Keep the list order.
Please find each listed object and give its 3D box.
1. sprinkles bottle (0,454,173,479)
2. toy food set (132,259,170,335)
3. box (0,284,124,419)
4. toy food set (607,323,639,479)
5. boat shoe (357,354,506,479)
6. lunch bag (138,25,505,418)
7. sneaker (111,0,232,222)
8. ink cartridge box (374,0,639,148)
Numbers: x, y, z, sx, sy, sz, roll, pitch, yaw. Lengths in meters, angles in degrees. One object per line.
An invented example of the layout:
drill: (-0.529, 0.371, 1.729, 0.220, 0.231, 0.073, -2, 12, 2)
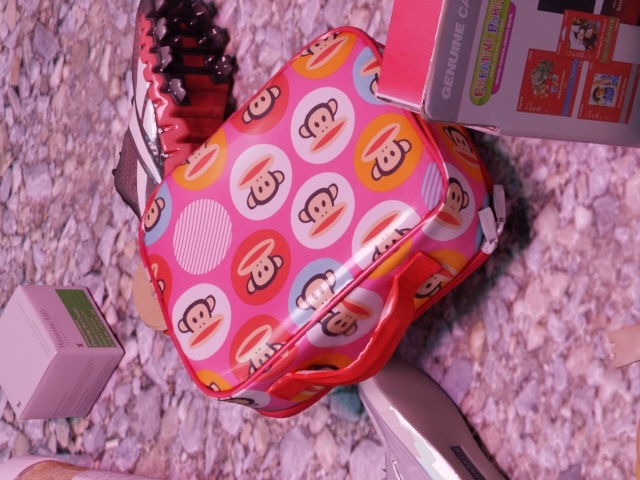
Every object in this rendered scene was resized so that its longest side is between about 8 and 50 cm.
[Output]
sprinkles bottle: (-0.187, 0.278, 1.736, 0.355, 0.121, 0.121, 0, 89, 48)
toy food set: (-0.155, 0.050, 1.780, 0.083, 0.020, 0.083, -46, 57, 36)
box: (-0.273, 0.113, 1.859, 0.101, 0.087, 0.102, 55, 127, 33)
toy food set: (0.277, 0.144, 1.294, 0.132, 0.038, 0.192, -22, 67, 38)
boat shoe: (0.085, 0.188, 1.466, 0.081, 0.079, 0.227, -54, 55, 26)
lunch bag: (0.000, 0.000, 1.483, 0.293, 0.120, 0.258, -41, 52, 20)
sneaker: (-0.142, -0.102, 1.713, 0.135, 0.097, 0.276, -24, 73, 43)
ink cartridge box: (0.153, -0.231, 1.261, 0.130, 0.272, 0.309, 21, 104, 46)
